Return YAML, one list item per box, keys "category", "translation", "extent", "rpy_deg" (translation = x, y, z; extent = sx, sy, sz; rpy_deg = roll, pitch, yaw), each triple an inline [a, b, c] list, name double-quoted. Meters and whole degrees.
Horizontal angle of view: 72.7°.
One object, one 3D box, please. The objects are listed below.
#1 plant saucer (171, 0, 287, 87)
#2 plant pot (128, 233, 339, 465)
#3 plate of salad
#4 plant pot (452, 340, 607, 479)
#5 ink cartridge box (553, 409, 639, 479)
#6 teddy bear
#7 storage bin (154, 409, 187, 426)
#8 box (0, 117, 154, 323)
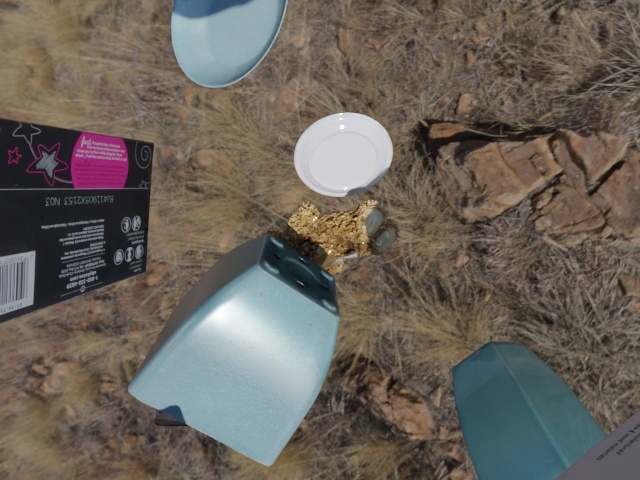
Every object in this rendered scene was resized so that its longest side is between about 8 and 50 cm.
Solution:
- category: "plant saucer"
  translation: [-0.110, -0.287, 0.551]
  extent: [0.195, 0.037, 0.195]
  rpy_deg: [0, 91, 31]
- category: "plant pot"
  translation: [-0.102, 0.139, 0.708]
  extent: [0.247, 0.248, 0.252]
  rpy_deg: [33, 106, -13]
- category: "plate of salad"
  translation: [0.046, -0.172, 0.881]
  extent: [0.048, 0.199, 0.200]
  rpy_deg: [-95, 27, -44]
- category: "plant pot"
  translation: [0.344, 0.303, 0.752]
  extent: [0.166, 0.165, 0.234]
  rpy_deg: [-52, 41, 36]
- category: "ink cartridge box"
  translation: [0.276, 0.215, 0.215]
  extent: [0.232, 0.168, 0.171]
  rpy_deg: [2, 112, 67]
- category: "teddy bear"
  translation: [0.000, 0.000, 0.923]
  extent: [0.338, 0.245, 0.113]
  rpy_deg: [-27, 61, 34]
- category: "storage bin"
  translation: [-0.261, 0.347, 0.949]
  extent: [0.122, 0.180, 0.084]
  rpy_deg: [119, 153, -48]
- category: "box"
  translation: [-0.287, -0.029, 0.402]
  extent: [0.142, 0.247, 0.163]
  rpy_deg: [9, 99, 9]
